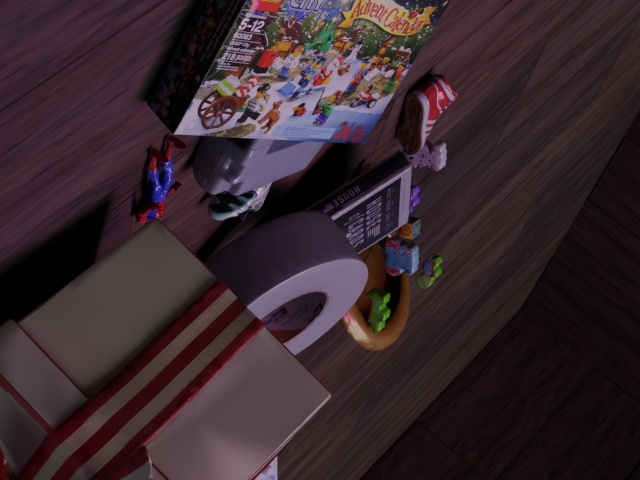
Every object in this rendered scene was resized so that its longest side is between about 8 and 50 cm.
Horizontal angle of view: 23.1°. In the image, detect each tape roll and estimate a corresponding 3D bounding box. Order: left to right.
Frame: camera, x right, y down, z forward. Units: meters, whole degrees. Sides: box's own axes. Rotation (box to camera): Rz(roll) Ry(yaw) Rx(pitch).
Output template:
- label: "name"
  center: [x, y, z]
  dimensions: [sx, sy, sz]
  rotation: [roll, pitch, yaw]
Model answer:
- label: "tape roll"
  center: [-0.058, 0.064, 1.693]
  dimensions: [0.219, 0.072, 0.219]
  rotation: [-29, 157, -14]

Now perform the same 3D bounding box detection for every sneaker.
- label: "sneaker"
  center: [-0.078, -0.038, 1.554]
  dimensions: [0.098, 0.038, 0.069]
  rotation: [-42, 163, -32]
- label: "sneaker"
  center: [0.132, -0.157, 1.922]
  dimensions: [0.067, 0.042, 0.118]
  rotation: [-41, 161, -25]

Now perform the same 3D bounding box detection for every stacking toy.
- label: "stacking toy"
  center: [0.101, -0.013, 2.005]
  dimensions: [0.167, 0.052, 0.221]
  rotation: [-33, 129, -53]

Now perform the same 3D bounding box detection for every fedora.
- label: "fedora"
  center: [0.045, 0.053, 2.044]
  dimensions: [0.079, 0.194, 0.194]
  rotation: [-10, -168, 33]

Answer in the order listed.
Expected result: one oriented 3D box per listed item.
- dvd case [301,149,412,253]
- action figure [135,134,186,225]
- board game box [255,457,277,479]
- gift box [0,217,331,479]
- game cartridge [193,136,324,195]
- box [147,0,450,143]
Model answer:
- label: "dvd case"
  center: [0.000, 0.000, 1.802]
  dimensions: [0.238, 0.030, 0.179]
  rotation: [-32, 162, -9]
- label: "action figure"
  center: [-0.141, -0.043, 1.367]
  dimensions: [0.038, 0.030, 0.115]
  rotation: [-48, 169, -36]
- label: "board game box"
  center: [-0.169, 0.328, 1.823]
  dimensions: [0.390, 0.050, 0.390]
  rotation: [-33, 136, -40]
- label: "gift box"
  center: [-0.180, 0.152, 1.286]
  dimensions: [0.258, 0.255, 0.276]
  rotation: [-42, 170, -41]
- label: "game cartridge"
  center: [0.006, -0.180, 1.433]
  dimensions: [0.297, 0.062, 0.198]
  rotation: [-58, 169, 25]
- label: "box"
  center: [-0.014, -0.157, 1.287]
  dimensions: [0.233, 0.044, 0.159]
  rotation: [-2, 132, -48]
